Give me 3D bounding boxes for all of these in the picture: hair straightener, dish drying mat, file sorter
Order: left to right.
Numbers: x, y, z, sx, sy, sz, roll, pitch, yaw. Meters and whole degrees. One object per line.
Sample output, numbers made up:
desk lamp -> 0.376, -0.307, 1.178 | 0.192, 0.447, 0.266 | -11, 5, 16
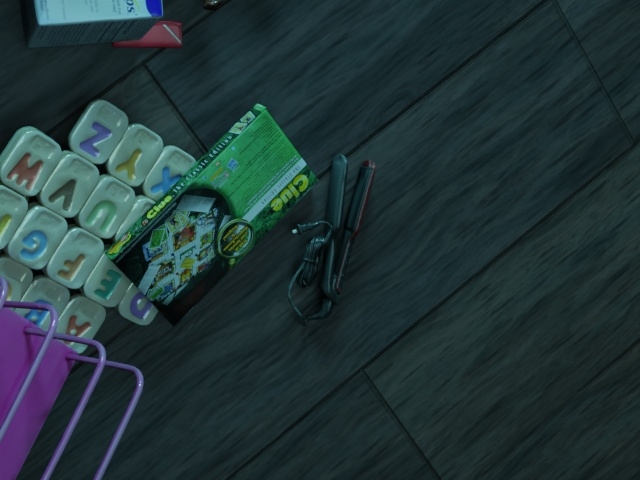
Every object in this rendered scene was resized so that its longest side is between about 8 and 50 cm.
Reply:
file sorter -> -0.357, 0.148, 1.273 | 0.290, 0.182, 0.202 | 41, 64, -39
dish drying mat -> -0.205, -0.245, 1.454 | 0.083, 0.008, 0.032 | -2, 103, -20
hair straightener -> 0.000, 0.000, 1.568 | 0.089, 0.047, 0.230 | 12, 101, -22

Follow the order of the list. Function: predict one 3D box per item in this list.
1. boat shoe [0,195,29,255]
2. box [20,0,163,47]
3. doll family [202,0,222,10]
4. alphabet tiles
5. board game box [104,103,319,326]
boat shoe -> -0.374, -0.018, 1.408 | 0.060, 0.064, 0.178 | 11, 99, -24
box -> -0.257, -0.265, 1.363 | 0.137, 0.126, 0.072 | -7, 90, -19
doll family -> -0.102, -0.348, 1.441 | 0.193, 0.076, 0.111 | -27, 113, -8
alphabet tiles -> -0.269, -0.011, 1.426 | 0.284, 0.021, 0.278 | 34, 89, -41
board game box -> -0.127, -0.030, 1.489 | 0.260, 0.030, 0.136 | -45, 126, -11
